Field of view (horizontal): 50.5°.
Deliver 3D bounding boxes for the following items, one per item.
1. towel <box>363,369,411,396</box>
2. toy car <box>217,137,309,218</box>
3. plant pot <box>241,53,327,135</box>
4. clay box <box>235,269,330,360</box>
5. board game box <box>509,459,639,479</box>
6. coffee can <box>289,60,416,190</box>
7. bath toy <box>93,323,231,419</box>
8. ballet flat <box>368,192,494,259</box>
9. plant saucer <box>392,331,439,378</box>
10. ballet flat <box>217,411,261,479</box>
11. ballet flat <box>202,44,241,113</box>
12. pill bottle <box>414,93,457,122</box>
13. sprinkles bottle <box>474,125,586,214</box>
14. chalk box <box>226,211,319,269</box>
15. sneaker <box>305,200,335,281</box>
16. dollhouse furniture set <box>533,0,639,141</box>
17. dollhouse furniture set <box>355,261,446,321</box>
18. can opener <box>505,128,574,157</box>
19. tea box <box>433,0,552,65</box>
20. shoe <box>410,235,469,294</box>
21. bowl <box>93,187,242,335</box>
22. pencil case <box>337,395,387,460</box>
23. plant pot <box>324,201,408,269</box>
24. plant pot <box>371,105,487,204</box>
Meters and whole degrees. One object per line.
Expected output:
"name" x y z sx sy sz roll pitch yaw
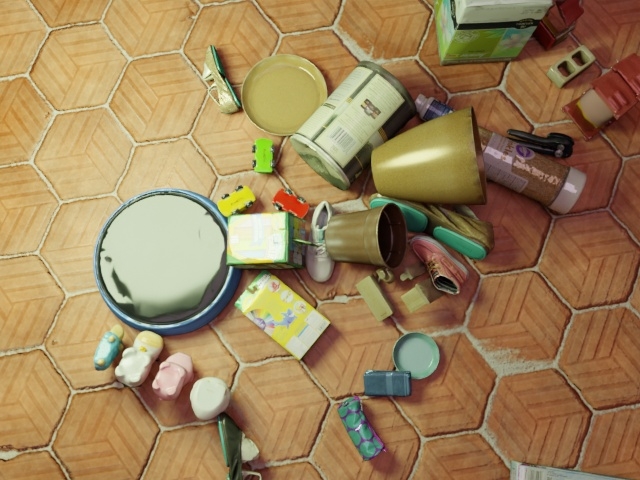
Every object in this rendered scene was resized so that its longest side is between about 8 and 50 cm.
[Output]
"towel" 0.169 0.361 1.713 0.119 0.029 0.067 -1 98 8
"toy car" -0.151 -0.160 1.809 0.239 0.053 0.225 2 75 -7
"plant pot" -0.099 -0.397 1.867 0.236 0.032 0.236 0 79 2
"clay box" -0.098 0.190 1.746 0.222 0.053 0.127 39 83 9
"board game box" 0.607 0.717 1.630 0.319 0.066 0.318 9 79 2
"coffee can" 0.084 -0.296 1.759 0.201 0.201 0.275 41 83 8
"bath toy" -0.381 0.333 1.689 0.348 0.129 0.151 25 64 5
"ballet flat" 0.298 -0.069 1.768 0.342 0.116 0.124 23 61 6
"plant saucer" 0.243 0.294 1.737 0.119 0.021 0.119 0 80 0
"ballet flat" -0.196 0.557 1.667 0.096 0.095 0.280 -5 90 -10
"ballet flat" -0.285 -0.439 1.860 0.067 0.073 0.206 -25 77 7
"pill bottle" 0.309 -0.345 1.832 0.120 0.067 0.067 32 81 6
"sprinkles bottle" 0.504 -0.195 1.774 0.355 0.121 0.121 26 81 6
"chalk box" -0.113 0.002 1.713 0.213 0.132 0.132 -3 80 18
"sneaker" 0.000 0.000 1.759 0.080 0.094 0.212 2 80 0
"dollhouse furniture set" 0.677 -0.470 1.782 0.152 0.201 0.374 -36 82 -5
"dollhouse furniture set" 0.209 0.127 1.767 0.151 0.123 0.144 -38 79 29
"can opener" 0.587 -0.260 1.826 0.186 0.073 0.059 9 118 6
"tea box" 0.426 -0.675 1.762 0.220 0.323 0.329 -4 79 0
"shoe" 0.298 0.063 1.739 0.178 0.063 0.081 38 41 1
"bowl" -0.400 0.050 1.766 0.391 0.077 0.391 0 80 1
"pencil case" 0.101 0.465 1.685 0.070 0.064 0.151 -32 80 20
"plant pot" 0.111 -0.007 1.711 0.165 0.167 0.167 -3 77 34
"plant pot" 0.262 -0.186 1.654 0.254 0.237 0.237 -8 79 19
